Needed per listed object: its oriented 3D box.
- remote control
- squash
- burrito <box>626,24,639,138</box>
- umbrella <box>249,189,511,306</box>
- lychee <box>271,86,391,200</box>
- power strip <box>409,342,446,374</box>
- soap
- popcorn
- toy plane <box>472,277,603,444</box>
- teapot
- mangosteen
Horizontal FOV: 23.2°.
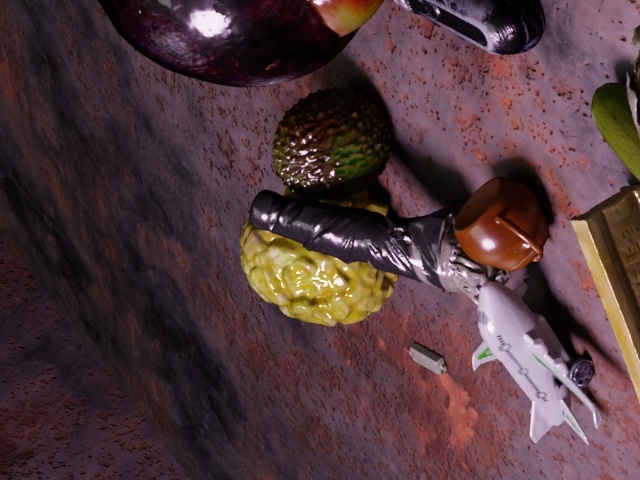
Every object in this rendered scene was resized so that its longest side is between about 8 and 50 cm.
[{"bbox_3d":[0.144,-0.273,1.779,0.266,0.066,0.090,32,142,46],"label":"remote control"},{"bbox_3d":[0.364,-0.069,1.583,0.252,0.066,0.066,48,155,24],"label":"squash"},{"bbox_3d":[0.417,-0.065,1.442,0.347,0.107,0.175,36,135,40],"label":"burrito"},{"bbox_3d":[0.077,-0.011,2.041,0.357,0.106,0.113,16,160,18],"label":"umbrella"},{"bbox_3d":[0.011,-0.125,2.110,0.171,0.171,0.171,45,154,30],"label":"lychee"},{"bbox_3d":[0.165,0.181,2.367,0.083,0.017,0.027,27,143,52],"label":"power strip"},{"bbox_3d":[0.360,0.067,1.726,0.037,0.092,0.252,12,129,63],"label":"soap"},{"bbox_3d":[0.000,0.000,2.239,0.259,0.259,0.212,46,143,28],"label":"popcorn"},{"bbox_3d":[0.268,0.145,1.987,0.251,0.101,0.255,21,143,56],"label":"toy plane"},{"bbox_3d":[0.230,-0.010,1.888,0.116,0.116,0.173,64,174,-12],"label":"teapot"},{"bbox_3d":[-0.077,-0.356,1.734,0.435,0.382,0.382,14,131,63],"label":"mangosteen"}]
